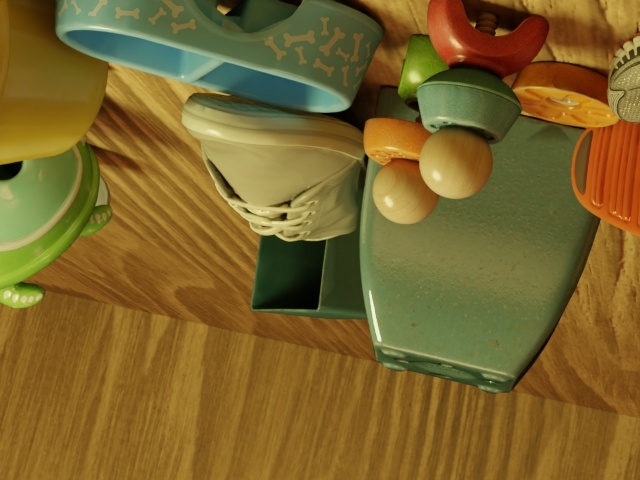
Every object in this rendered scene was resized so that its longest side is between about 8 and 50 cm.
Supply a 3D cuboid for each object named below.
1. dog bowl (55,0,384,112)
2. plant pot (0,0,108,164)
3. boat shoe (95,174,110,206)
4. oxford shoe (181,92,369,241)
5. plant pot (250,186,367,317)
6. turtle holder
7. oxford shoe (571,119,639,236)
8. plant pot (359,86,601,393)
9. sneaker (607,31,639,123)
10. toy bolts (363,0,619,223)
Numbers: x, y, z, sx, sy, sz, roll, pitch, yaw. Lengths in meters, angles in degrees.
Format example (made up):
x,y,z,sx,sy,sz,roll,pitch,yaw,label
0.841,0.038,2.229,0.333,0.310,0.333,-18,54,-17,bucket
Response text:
x,y,z,sx,sy,sz,roll,pitch,yaw,label
-0.094,-0.180,1.505,0.297,0.074,0.166,15,172,-17,dog bowl
-0.329,-0.162,1.545,0.254,0.254,0.239,5,-179,40,plant pot
-0.417,-0.090,2.338,0.306,0.113,0.105,15,176,11,boat shoe
-0.037,-0.067,1.765,0.169,0.130,0.449,16,178,11,oxford shoe
0.061,0.026,2.211,0.234,0.165,0.165,11,172,-31,plant pot
-0.422,-0.063,2.007,0.320,0.243,0.227,-26,141,-5,turtle holder
0.382,-0.049,1.493,0.363,0.130,0.132,9,180,45,oxford shoe
0.155,0.018,1.774,0.247,0.252,0.248,12,170,6,plant pot
0.295,-0.115,1.336,0.088,0.093,0.225,19,169,-23,sneaker
0.144,-0.090,1.475,0.218,0.158,0.228,13,169,4,toy bolts
